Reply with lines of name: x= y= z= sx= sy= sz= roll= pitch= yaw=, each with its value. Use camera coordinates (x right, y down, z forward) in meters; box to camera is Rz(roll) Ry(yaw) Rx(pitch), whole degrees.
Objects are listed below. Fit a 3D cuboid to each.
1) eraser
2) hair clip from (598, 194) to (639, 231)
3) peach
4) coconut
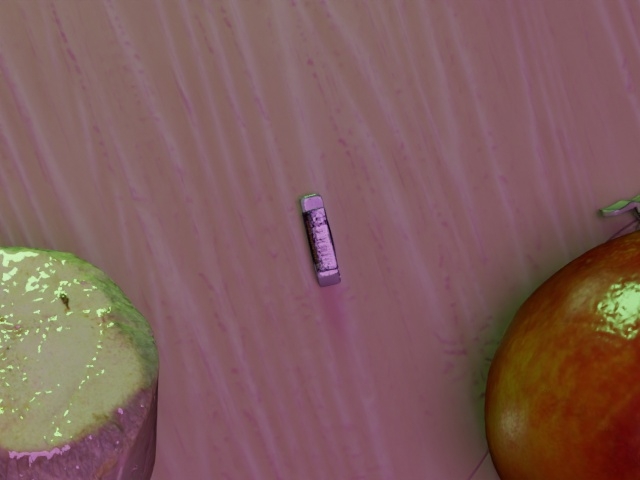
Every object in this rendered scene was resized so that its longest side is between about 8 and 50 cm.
eraser: x=0.000 y=0.000 z=1.974 sx=0.027 sy=0.019 sz=0.099 roll=-14 pitch=94 yaw=1
hair clip: x=0.414 y=-0.071 z=2.068 sx=0.226 sy=0.034 sz=0.072 roll=-37 pitch=103 yaw=-12
peach: x=0.367 y=0.156 z=1.907 sx=0.388 sy=0.388 sz=0.388 roll=0 pitch=91 yaw=-14
coconut: x=-0.299 y=0.183 z=1.770 sx=0.297 sy=0.309 sz=0.297 roll=6 pitch=53 yaw=-8
